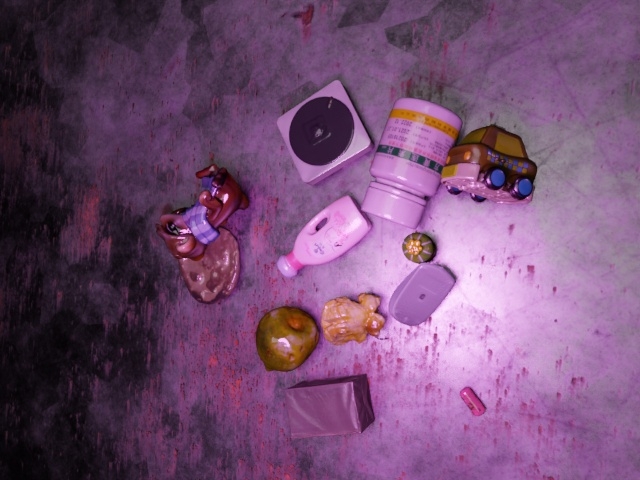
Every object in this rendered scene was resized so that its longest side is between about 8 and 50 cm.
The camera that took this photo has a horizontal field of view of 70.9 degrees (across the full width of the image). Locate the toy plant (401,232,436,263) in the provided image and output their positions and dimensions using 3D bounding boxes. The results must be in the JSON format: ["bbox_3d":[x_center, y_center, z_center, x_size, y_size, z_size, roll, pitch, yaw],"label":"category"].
[{"bbox_3d":[0.286,0.023,1.309,0.092,0.162,0.093,-1,88,21],"label":"toy plant"}]

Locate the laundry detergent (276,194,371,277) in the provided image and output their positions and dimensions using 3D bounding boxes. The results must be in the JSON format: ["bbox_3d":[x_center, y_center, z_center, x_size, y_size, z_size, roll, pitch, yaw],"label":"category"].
[{"bbox_3d":[0.000,0.000,1.470,0.335,0.088,0.159,-36,70,17],"label":"laundry detergent"}]

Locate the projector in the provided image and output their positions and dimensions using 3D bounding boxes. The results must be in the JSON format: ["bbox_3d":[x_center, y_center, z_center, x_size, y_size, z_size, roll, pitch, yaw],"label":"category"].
[{"bbox_3d":[0.014,-0.352,1.487,0.259,0.079,0.257,-28,77,19],"label":"projector"}]

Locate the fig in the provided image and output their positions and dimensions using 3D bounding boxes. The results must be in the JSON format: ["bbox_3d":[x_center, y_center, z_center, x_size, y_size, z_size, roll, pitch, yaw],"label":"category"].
[{"bbox_3d":[-0.127,0.353,1.462,0.206,0.206,0.275,42,124,19],"label":"fig"}]

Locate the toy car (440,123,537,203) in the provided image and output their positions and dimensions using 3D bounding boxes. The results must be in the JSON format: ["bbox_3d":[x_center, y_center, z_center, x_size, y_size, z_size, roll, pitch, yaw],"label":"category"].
[{"bbox_3d":[0.466,-0.212,1.215,0.247,0.204,0.198,16,87,-16],"label":"toy car"}]

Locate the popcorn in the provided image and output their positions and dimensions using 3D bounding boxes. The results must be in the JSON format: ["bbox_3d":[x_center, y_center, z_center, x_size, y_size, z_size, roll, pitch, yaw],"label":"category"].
[{"bbox_3d":[0.098,0.251,1.388,0.195,0.174,0.168,-5,124,-3],"label":"popcorn"}]

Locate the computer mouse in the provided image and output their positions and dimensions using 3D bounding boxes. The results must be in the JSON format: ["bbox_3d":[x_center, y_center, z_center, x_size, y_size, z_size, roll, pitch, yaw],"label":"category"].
[{"bbox_3d":[0.291,0.157,1.325,0.127,0.079,0.231,30,116,-9],"label":"computer mouse"}]

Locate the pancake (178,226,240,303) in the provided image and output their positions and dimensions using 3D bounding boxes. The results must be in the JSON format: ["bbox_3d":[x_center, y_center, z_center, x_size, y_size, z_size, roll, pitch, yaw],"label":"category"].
[{"bbox_3d":[-0.405,0.088,1.653,0.294,0.049,0.295,-3,83,24],"label":"pancake"}]

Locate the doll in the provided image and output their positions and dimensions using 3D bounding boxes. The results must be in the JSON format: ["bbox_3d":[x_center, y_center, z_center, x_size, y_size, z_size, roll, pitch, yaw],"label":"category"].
[{"bbox_3d":[-0.406,-0.097,1.525,0.209,0.318,0.340,40,91,0],"label":"doll"}]

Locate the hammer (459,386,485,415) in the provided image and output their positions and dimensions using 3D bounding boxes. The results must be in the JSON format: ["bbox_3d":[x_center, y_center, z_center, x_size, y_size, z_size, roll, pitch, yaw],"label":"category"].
[{"bbox_3d":[0.436,0.463,1.291,0.043,0.043,0.083,-41,75,15],"label":"hammer"}]

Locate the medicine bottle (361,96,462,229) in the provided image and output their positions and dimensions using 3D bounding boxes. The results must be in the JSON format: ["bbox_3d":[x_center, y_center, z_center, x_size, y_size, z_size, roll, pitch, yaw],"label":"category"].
[{"bbox_3d":[0.257,-0.218,1.311,0.208,0.208,0.340,22,95,22],"label":"medicine bottle"}]

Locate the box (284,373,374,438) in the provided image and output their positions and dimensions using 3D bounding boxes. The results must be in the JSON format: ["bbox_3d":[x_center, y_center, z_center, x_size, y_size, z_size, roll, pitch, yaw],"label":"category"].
[{"bbox_3d":[0.031,0.512,1.396,0.231,0.155,0.149,-14,79,22],"label":"box"}]
